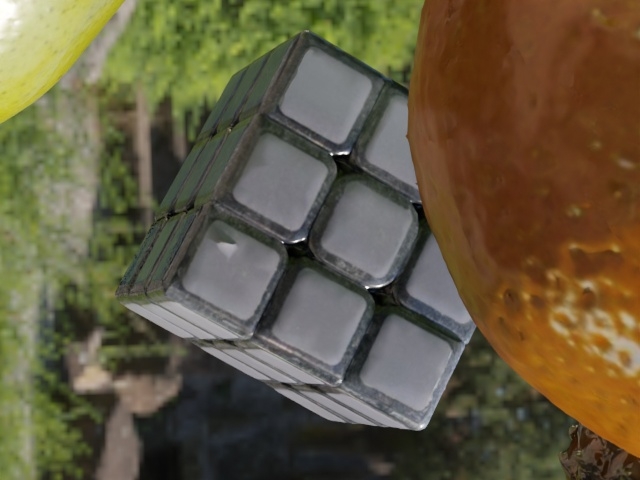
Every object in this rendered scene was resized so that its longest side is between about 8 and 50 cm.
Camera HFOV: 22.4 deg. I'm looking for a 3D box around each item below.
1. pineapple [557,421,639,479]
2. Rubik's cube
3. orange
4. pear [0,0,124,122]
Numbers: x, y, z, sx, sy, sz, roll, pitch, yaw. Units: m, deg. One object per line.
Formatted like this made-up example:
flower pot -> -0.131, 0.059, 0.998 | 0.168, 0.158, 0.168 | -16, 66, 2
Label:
pineapple -> 0.295, 0.067, 1.137 | 0.361, 0.175, 0.175 | -58, 164, -29
Rubik's cube -> 0.000, 0.000, 1.682 | 0.305, 0.303, 0.301 | -64, -166, -10
orange -> 0.256, -0.074, 0.870 | 0.326, 0.424, 0.424 | 59, 30, -85
pear -> -0.220, -0.194, 0.861 | 0.294, 0.294, 0.294 | 178, -90, -88
